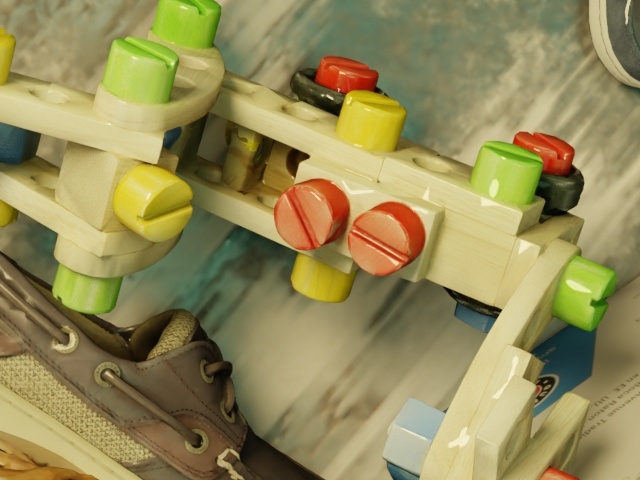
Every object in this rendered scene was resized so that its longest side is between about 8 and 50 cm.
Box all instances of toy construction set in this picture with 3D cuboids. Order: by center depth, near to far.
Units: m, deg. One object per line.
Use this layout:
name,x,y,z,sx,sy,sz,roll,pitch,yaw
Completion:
toy construction set,0.000,0.000,0.857,0.328,0.215,0.151,37,114,13

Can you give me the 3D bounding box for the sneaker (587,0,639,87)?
sneaker,0.227,-0.172,0.955,0.086,0.163,0.226,32,88,-20

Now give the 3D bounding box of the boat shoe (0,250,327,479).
boat shoe,-0.083,0.074,0.917,0.285,0.103,0.092,28,92,-13

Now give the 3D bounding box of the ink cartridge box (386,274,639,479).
ink cartridge box,0.241,0.121,0.870,0.285,0.395,0.166,-33,105,-11

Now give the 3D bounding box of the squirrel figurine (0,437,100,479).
squirrel figurine,-0.245,0.239,0.827,0.370,0.281,0.397,0,112,-25
